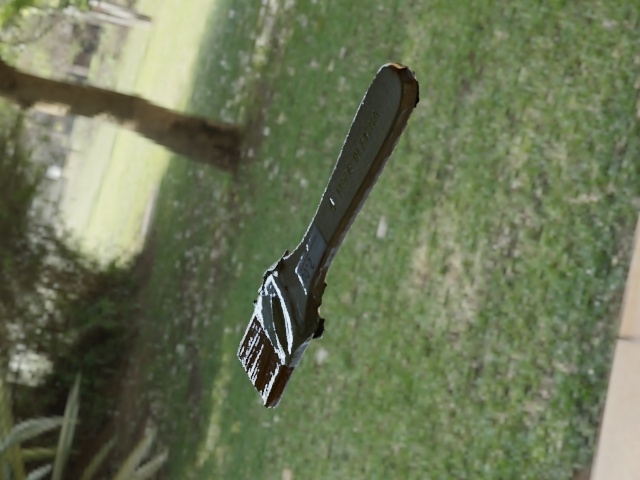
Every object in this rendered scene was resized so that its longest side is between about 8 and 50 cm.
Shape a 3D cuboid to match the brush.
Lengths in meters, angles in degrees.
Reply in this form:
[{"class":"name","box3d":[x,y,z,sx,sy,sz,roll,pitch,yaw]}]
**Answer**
[{"class":"brush","box3d":[0.000,0.000,0.907,0.085,0.020,0.336,59,139,37]}]
